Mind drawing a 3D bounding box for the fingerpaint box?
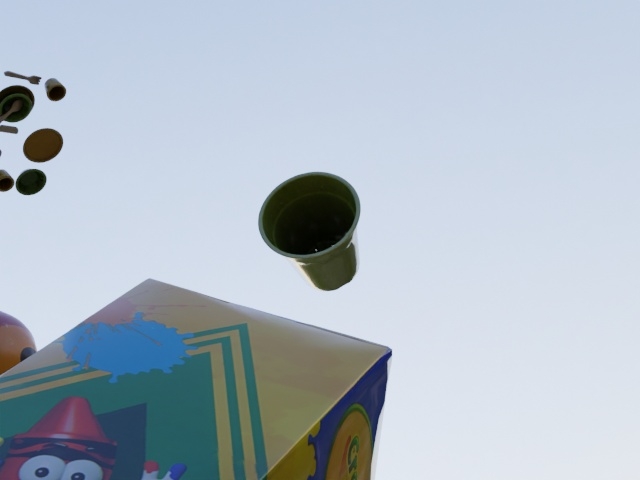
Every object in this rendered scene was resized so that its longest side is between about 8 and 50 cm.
[{"bbox_3d":[-0.121,0.295,0.684,0.371,0.163,0.444,-37,-42,-60],"label":"fingerpaint box"}]

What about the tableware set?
[{"bbox_3d":[-0.330,-0.116,1.562,0.104,0.024,0.154,7,-58,-38],"label":"tableware set"}]

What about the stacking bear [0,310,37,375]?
[{"bbox_3d":[-0.267,0.052,0.756,0.164,0.175,0.289,-28,-40,23],"label":"stacking bear"}]

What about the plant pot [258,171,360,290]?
[{"bbox_3d":[0.000,0.000,1.128,0.083,0.083,0.079,-26,-36,-2],"label":"plant pot"}]
